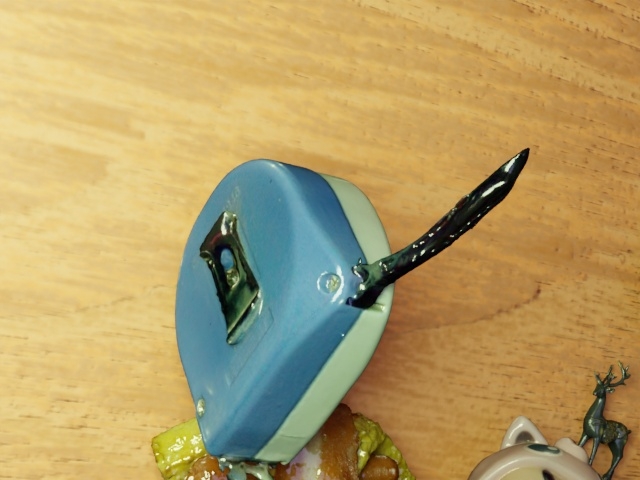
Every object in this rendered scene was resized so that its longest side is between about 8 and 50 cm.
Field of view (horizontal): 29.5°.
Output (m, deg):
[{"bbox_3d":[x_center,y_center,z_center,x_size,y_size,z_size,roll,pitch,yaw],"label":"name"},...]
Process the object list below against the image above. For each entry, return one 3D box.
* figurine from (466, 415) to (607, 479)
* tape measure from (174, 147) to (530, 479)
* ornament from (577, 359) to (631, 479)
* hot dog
[{"bbox_3d":[0.172,0.317,1.129,0.176,0.186,0.287,44,86,-7],"label":"figurine"},{"bbox_3d":[0.000,0.000,0.911,0.097,0.215,0.351,14,127,-34],"label":"tape measure"},{"bbox_3d":[0.303,0.188,1.279,0.073,0.028,0.125,19,86,-31],"label":"ornament"},{"bbox_3d":[-0.014,0.203,1.044,0.261,0.093,0.123,1,93,-32],"label":"hot dog"}]
